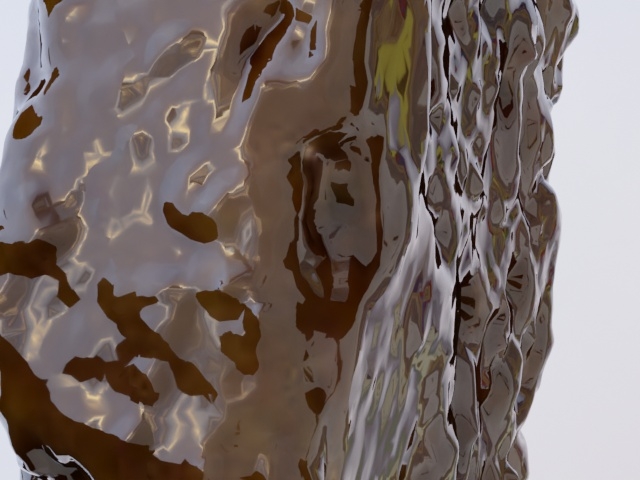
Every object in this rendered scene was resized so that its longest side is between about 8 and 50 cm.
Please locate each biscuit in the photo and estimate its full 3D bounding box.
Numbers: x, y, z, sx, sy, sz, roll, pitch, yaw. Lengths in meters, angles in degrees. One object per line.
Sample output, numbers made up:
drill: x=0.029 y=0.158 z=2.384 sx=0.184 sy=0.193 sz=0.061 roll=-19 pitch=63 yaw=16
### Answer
biscuit: x=0.000 y=0.000 z=0.889 sx=0.395 sy=0.166 sz=0.342 roll=23 pitch=-105 yaw=-69
